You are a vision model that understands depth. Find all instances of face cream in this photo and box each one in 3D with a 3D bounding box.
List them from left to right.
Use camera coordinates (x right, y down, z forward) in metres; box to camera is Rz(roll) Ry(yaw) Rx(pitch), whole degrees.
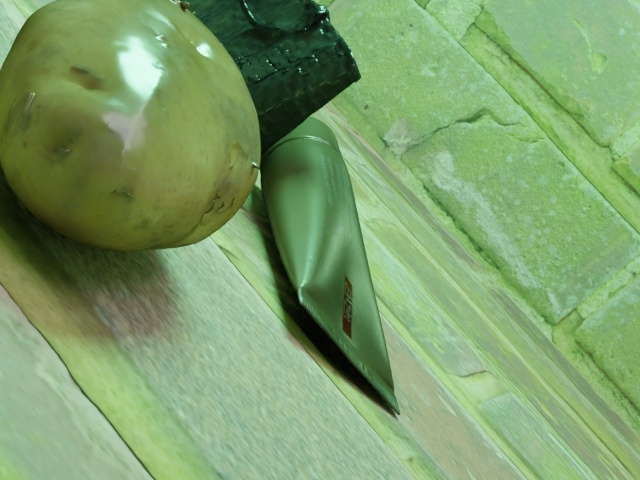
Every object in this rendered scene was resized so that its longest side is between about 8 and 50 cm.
[{"bbox_3d":[0.000,0.000,0.937,0.137,0.084,0.341,51,13,-31],"label":"face cream"}]

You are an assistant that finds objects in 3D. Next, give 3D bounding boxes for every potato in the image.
[{"bbox_3d":[-0.107,-0.072,0.603,0.161,0.128,0.235,44,15,9],"label":"potato"}]

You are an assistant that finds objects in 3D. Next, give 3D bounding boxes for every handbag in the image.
[{"bbox_3d":[-0.080,-0.187,1.030,0.089,0.175,0.270,36,16,-54],"label":"handbag"}]
